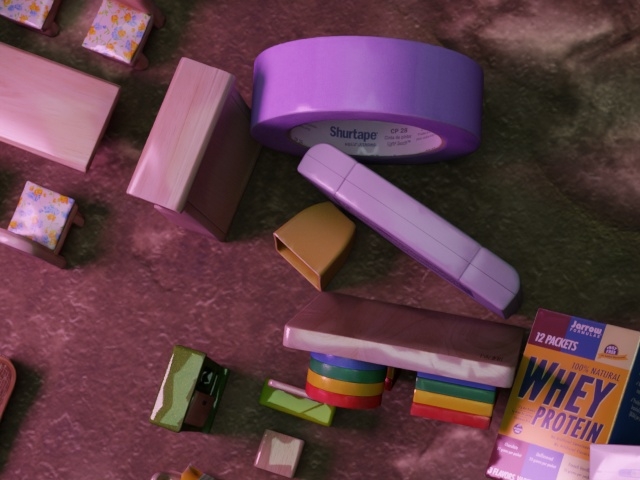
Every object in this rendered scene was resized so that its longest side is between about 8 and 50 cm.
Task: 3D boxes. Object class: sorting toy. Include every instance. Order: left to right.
[{"bbox_3d":[0.099,0.142,1.781,0.255,0.257,0.089,10,99,9],"label":"sorting toy"}]

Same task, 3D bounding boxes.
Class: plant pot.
[{"bbox_3d":[0.000,0.000,1.901,0.081,0.081,0.083,43,79,12],"label":"plant pot"}]

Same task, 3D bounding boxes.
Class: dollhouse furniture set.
[{"bbox_3d":[-0.293,-0.153,1.871,0.394,0.256,0.362,21,83,10],"label":"dollhouse furniture set"},{"bbox_3d":[-0.116,0.302,1.823,0.197,0.151,0.301,17,83,10],"label":"dollhouse furniture set"}]

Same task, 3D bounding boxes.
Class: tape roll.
[{"bbox_3d":[0.055,-0.161,1.818,0.275,0.275,0.090,1,80,7],"label":"tape roll"}]

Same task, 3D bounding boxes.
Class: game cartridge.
[{"bbox_3d":[0.113,-0.012,1.825,0.297,0.198,0.062,35,85,11],"label":"game cartridge"}]

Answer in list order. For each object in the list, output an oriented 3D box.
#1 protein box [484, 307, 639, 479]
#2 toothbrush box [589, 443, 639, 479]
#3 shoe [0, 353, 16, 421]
[{"bbox_3d":[0.318,0.209,1.741,0.136,0.200,0.201,13,80,39],"label":"protein box"},{"bbox_3d":[0.410,0.326,1.644,0.122,0.283,0.206,-4,79,43],"label":"toothbrush box"},{"bbox_3d":[-0.445,0.242,1.929,0.076,0.058,0.219,28,88,-20],"label":"shoe"}]
